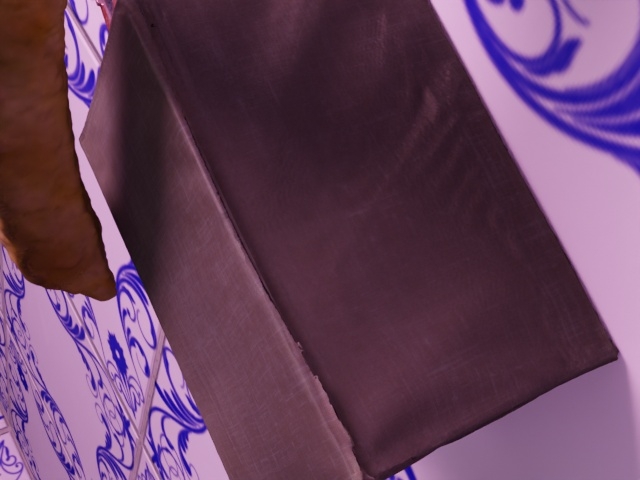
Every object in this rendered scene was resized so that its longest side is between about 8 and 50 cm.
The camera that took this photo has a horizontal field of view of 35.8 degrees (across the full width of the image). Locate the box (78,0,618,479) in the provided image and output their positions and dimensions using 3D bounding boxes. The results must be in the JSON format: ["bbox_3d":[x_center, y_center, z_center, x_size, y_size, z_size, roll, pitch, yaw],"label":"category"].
[{"bbox_3d":[0.000,0.000,0.493,0.231,0.149,0.155,64,153,12],"label":"box"}]

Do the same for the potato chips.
[{"bbox_3d":[-0.116,-0.109,0.391,0.407,0.080,0.057,107,145,-48],"label":"potato chips"}]

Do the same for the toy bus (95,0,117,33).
[{"bbox_3d":[-0.102,-0.216,0.629,0.235,0.073,0.096,116,137,-55],"label":"toy bus"}]
